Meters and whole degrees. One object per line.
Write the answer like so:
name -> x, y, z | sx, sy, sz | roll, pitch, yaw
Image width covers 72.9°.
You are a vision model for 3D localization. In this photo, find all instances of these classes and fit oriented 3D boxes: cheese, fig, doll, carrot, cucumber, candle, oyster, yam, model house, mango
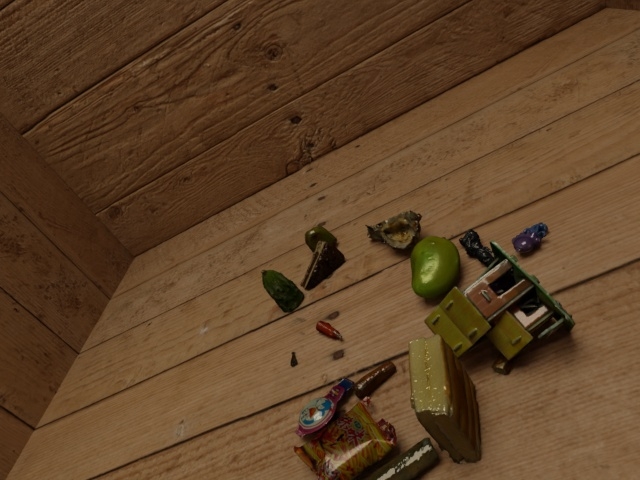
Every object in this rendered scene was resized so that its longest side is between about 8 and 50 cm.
cheese -> 0.012, 0.542, 1.417 | 0.244, 0.062, 0.155 | -40, 15, -21
fig -> 0.000, 0.000, 2.244 | 0.165, 0.154, 0.144 | 18, 33, 18
doll -> 0.760, -0.013, 1.563 | 0.206, 0.067, 0.110 | -36, 12, -30
carrot -> 0.177, 0.453, 1.419 | 0.161, 0.055, 0.055 | -35, 28, -10
cucumber -> -0.194, 0.211, 1.975 | 0.134, 0.244, 0.134 | -26, 34, 19
candle -> 0.038, 0.355, 1.715 | 0.053, 0.048, 0.162 | -27, 23, -28
oyster -> 0.321, -0.036, 1.962 | 0.198, 0.133, 0.337 | -48, 30, -23
yam -> 0.171, 0.630, 1.127 | 0.317, 0.067, 0.071 | -33, 15, -5
model house -> 0.515, 0.239, 1.308 | 0.323, 0.340, 0.300 | -40, 60, 8
mango -> 0.431, 0.099, 1.622 | 0.185, 0.149, 0.273 | -13, 39, 19

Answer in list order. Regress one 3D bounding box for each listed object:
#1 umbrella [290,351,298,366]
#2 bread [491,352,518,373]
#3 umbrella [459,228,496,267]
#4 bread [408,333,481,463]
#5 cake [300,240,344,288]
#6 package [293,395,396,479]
umbrella -> -0.106, 0.469, 1.710 | 0.031, 0.020, 0.083 | -26, 24, 9
bread -> 0.533, 0.344, 1.250 | 0.083, 0.036, 0.047 | -44, 31, -27
umbrella -> 0.597, 0.038, 1.640 | 0.080, 0.071, 0.224 | -53, 27, 21
bread -> 0.330, 0.415, 1.135 | 0.111, 0.239, 0.246 | -25, 27, 26
cake -> 0.016, 0.136, 2.091 | 0.246, 0.135, 0.112 | -67, 21, -3
package -> 0.072, 0.595, 1.248 | 0.288, 0.108, 0.223 | -30, 22, -10
